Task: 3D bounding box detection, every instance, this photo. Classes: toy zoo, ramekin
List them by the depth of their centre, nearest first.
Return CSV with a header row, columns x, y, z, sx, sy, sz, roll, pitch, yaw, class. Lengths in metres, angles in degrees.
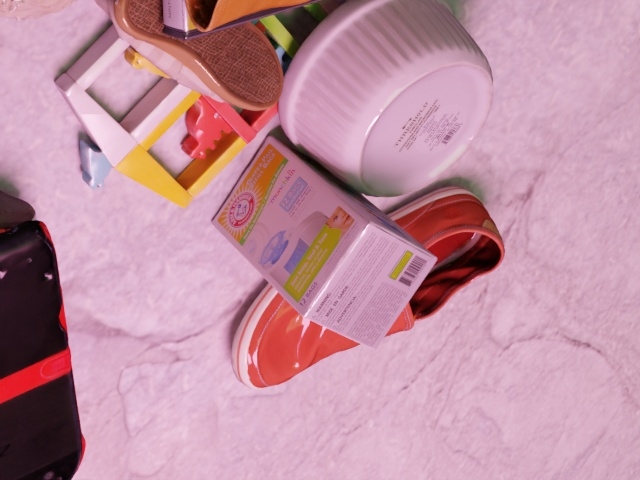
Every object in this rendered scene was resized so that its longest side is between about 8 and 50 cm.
x,y,z,sx,sy,sz,roll,pitch,yaw,class
-0.119,-0.159,1.651,0.293,0.030,0.192,-46,132,-2,toy zoo
0.072,-0.139,1.703,0.207,0.109,0.207,-27,144,-22,ramekin

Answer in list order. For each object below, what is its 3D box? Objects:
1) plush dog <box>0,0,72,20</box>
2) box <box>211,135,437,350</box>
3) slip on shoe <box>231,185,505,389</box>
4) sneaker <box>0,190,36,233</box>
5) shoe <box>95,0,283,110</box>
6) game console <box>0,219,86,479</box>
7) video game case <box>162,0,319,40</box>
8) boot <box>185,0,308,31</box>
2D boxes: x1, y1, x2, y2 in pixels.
x,y,z,sx,sy,sz,roll,pitch,yaw,class
-0.243,-0.261,1.392,0.262,0.211,0.225,3,149,-6,plush dog
0.000,0.000,1.707,0.103,0.203,0.114,28,101,-40,box
0.052,0.057,1.845,0.331,0.101,0.123,-30,131,-15,slip on shoe
-0.320,-0.047,1.564,0.158,0.061,0.065,11,103,-38,sneaker
-0.117,-0.182,1.586,0.219,0.058,0.077,30,75,-44,shoe
-0.402,0.175,1.600,0.386,0.060,0.342,-25,134,-25,game console
-0.034,-0.328,1.549,0.275,0.035,0.248,-23,123,-41,video game case
-0.017,-0.311,1.429,0.211,0.104,0.295,-26,143,-34,boot
